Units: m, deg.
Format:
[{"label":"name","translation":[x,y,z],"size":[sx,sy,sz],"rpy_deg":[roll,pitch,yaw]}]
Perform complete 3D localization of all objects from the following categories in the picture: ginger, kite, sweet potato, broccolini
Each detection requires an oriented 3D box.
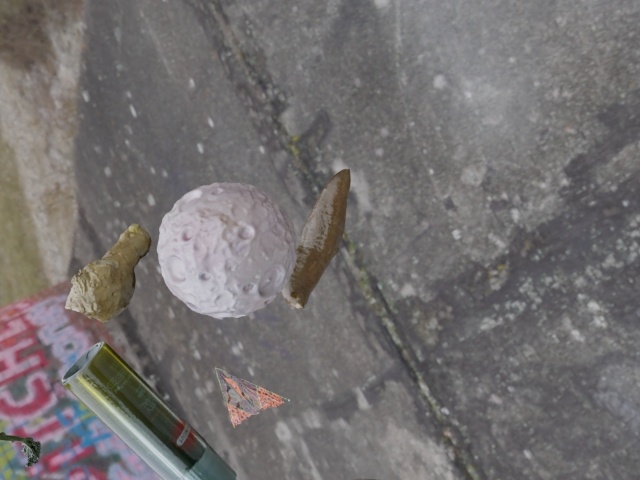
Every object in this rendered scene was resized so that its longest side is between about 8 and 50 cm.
[{"label":"ginger","translation":[-0.278,0.051,1.073],"size":[0.067,0.165,0.096],"rpy_deg":[10,126,23]},{"label":"kite","translation":[-0.152,0.277,1.440],"size":[0.125,0.008,0.222],"rpy_deg":[49,139,-3]},{"label":"sweet potato","translation":[-0.001,0.003,1.728],"size":[0.092,0.341,0.114],"rpy_deg":[21,159,2]},{"label":"broccolini","translation":[-0.592,0.378,1.482],"size":[0.054,0.052,0.194],"rpy_deg":[39,176,38]}]

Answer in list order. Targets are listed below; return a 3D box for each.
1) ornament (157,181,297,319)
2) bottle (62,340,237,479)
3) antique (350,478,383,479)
[{"label":"ornament","translation":[-0.165,0.021,1.443],"size":[0.225,0.259,0.259],"rpy_deg":[33,145,31]},{"label":"bottle","translation":[-0.239,0.270,1.122],"size":[0.286,0.082,0.082],"rpy_deg":[49,162,-16]},{"label":"antique","translation":[0.129,0.363,0.931],"size":[0.223,0.278,0.129],"rpy_deg":[148,136,-69]}]
